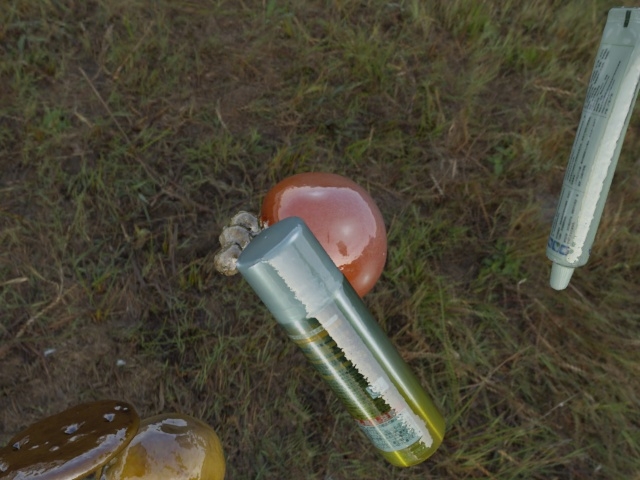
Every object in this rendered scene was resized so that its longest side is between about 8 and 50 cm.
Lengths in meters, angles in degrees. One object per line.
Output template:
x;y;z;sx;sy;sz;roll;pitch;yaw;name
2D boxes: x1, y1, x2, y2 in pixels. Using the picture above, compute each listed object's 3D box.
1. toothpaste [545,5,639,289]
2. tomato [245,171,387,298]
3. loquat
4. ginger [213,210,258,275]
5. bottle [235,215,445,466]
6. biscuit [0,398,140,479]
0.188;-0.055;0.389;0.029;0.198;0.048;2;22;-9;toothpaste
0.000;0.000;1.016;0.224;0.256;0.256;-23;63;-15;tomato
-0.282;0.421;1.014;0.238;0.239;0.193;1;42;-16;loquat
-0.200;0.005;1.384;0.104;0.080;0.204;48;35;-16;ginger
0.026;0.108;0.576;0.286;0.082;0.082;55;49;-20;bottle
-0.363;0.287;0.802;0.212;0.212;0.036;-21;104;-29;biscuit
